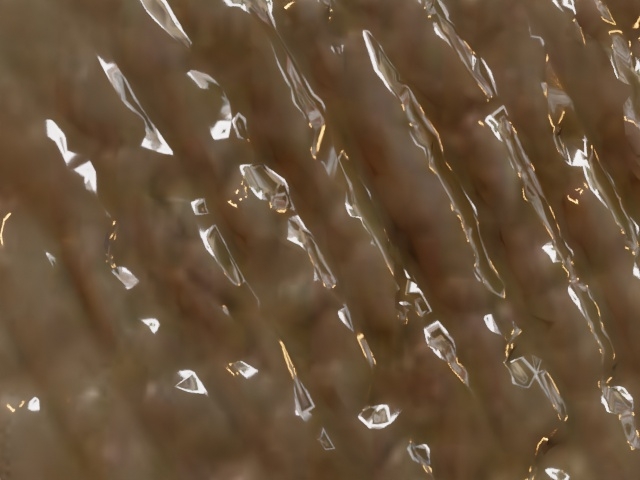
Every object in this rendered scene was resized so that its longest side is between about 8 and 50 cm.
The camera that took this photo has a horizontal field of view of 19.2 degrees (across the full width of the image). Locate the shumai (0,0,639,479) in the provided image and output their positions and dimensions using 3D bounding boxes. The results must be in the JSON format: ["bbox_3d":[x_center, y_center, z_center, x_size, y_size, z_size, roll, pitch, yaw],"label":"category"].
[{"bbox_3d":[0.000,0.000,0.579,0.267,0.262,0.314,-45,98,-13],"label":"shumai"}]
